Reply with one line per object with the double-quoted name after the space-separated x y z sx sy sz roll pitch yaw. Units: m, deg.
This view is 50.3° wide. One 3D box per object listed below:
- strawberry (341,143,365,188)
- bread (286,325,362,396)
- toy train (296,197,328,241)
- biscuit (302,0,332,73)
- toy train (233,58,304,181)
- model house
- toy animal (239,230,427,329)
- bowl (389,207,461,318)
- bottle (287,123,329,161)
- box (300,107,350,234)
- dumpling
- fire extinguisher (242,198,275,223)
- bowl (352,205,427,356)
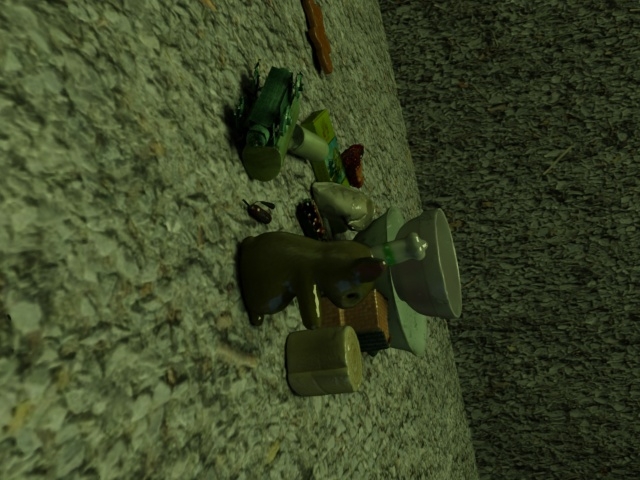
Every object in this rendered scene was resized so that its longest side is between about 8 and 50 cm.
0.098 -0.232 2.162 0.140 0.085 0.192 87 9 -46 "strawberry"
0.010 0.266 1.503 0.134 0.141 0.148 60 27 -54 "bread"
0.000 0.000 1.782 0.085 0.053 0.250 -87 159 -59 "toy train"
-0.009 -0.649 2.175 0.165 0.036 0.250 5 71 -71 "biscuit"
-0.119 -0.270 1.520 0.308 0.126 0.190 -79 -176 -50 "toy train"
0.078 0.224 1.665 0.166 0.182 0.172 45 35 -58 "model house"
0.019 0.075 1.338 0.181 0.362 0.181 -51 142 -63 "toy animal"
0.266 0.069 1.762 0.287 0.143 0.287 -11 90 -72 "bowl"
-0.040 -0.251 1.775 0.201 0.072 0.072 7 73 -72 "bottle"
0.028 -0.206 2.000 0.187 0.047 0.335 -59 134 -64 "box"
0.064 -0.100 1.880 0.150 0.176 0.093 -34 138 -46 "dumpling"
-0.124 -0.067 1.449 0.100 0.046 0.032 41 28 -64 "fire extinguisher"
0.160 0.129 1.951 0.435 0.195 0.435 -11 90 -71 "bowl"
